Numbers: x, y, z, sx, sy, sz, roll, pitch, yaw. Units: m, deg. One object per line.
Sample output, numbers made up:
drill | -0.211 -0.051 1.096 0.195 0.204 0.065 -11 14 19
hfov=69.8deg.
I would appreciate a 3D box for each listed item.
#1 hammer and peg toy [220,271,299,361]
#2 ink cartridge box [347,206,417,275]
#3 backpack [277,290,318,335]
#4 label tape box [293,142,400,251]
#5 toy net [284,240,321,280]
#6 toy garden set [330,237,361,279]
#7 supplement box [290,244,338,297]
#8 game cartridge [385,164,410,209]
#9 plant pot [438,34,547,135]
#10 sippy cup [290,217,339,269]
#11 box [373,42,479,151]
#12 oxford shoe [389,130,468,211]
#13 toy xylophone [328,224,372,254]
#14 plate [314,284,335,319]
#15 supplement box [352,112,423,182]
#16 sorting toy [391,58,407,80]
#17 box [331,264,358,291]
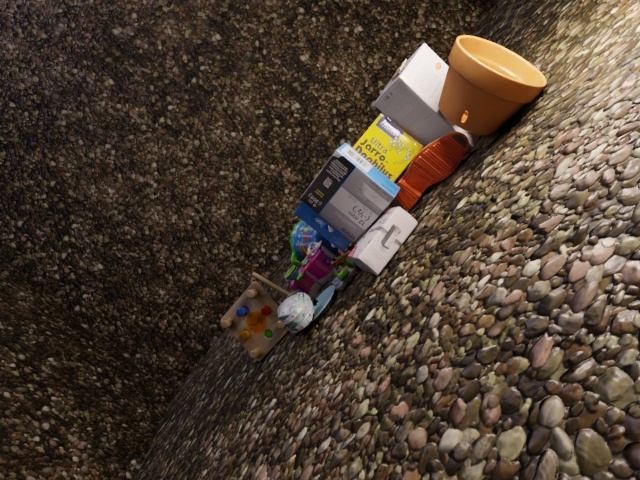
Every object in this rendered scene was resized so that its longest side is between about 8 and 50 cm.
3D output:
hammer and peg toy | -0.241 0.303 1.959 0.361 0.266 0.127 -50 -10 13
ink cartridge box | 0.202 -0.001 1.514 0.218 0.092 0.158 -50 8 -7
backpack | -0.090 0.264 1.665 0.152 0.115 0.182 -48 12 7
label tape box | 0.071 -0.125 1.611 0.348 0.249 0.115 -50 1 30
toy net | -0.063 0.076 1.960 0.232 0.045 0.122 -56 11 -24
toy garden set | 0.134 0.035 1.730 0.244 0.049 0.204 -42 8 -2
supplement box | -0.025 0.142 2.010 0.220 0.111 0.114 -50 10 9
game cartridge | 0.346 -0.238 1.905 0.297 0.062 0.198 -56 14 -29
plant pot | 0.498 -0.459 1.401 0.291 0.291 0.203 -61 -4 -50
sippy cup | 0.000 0.000 2.190 0.224 0.240 0.305 -1 79 65
box | 0.397 -0.467 1.607 0.215 0.345 0.168 -55 11 -29
oxford shoe | 0.371 -0.254 1.606 0.363 0.130 0.133 -44 5 39
toy xylophone | 0.126 -0.084 1.957 0.081 0.236 0.323 -6 -19 -23
plate | 0.000 0.249 1.728 0.188 0.024 0.188 -49 8 9
supplement box | 0.228 -0.305 1.765 0.195 0.194 0.356 -51 -3 -2
sorting toy | 0.267 -0.570 1.515 0.083 0.012 0.062 -59 8 -25
box | 0.090 0.138 1.712 0.094 0.027 0.137 -50 8 -3
